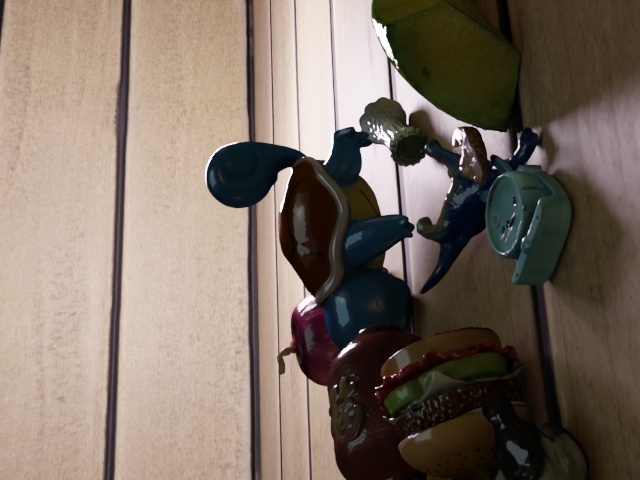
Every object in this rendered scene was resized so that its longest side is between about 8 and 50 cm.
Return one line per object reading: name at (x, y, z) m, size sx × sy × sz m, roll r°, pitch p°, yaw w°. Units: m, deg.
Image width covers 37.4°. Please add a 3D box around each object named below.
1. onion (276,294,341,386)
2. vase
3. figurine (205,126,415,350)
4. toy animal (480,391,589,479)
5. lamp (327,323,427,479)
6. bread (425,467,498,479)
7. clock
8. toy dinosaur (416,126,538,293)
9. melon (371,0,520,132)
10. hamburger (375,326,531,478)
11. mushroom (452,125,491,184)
onion at (0.007, 0.183, 1.763) m, size 0.177 × 0.153 × 0.177 m, roll -165°, pitch 90°, yaw -79°
vase at (0.117, -0.163, 1.455) m, size 0.149 × 0.081 × 0.081 m, roll -122°, pitch 35°, yaw -63°
figurine at (0.024, -0.027, 1.482) m, size 0.416 × 0.243 × 0.298 m, roll 50°, pitch 156°, yaw 8°
toy animal at (0.203, 0.267, 0.929) m, size 0.121 × 0.094 × 0.225 m, roll -127°, pitch 41°, yaw -59°
lamp at (0.100, 0.221, 1.241) m, size 0.180 × 0.180 × 0.258 m, roll 106°, pitch 163°, yaw -50°
bread at (0.164, 0.381, 1.118) m, size 0.139 × 0.077 × 0.271 m, roll -118°, pitch 30°, yaw -61°
clock at (0.211, -0.030, 1.008) m, size 0.147 × 0.045 × 0.108 m, roll -111°, pitch 27°, yaw -52°
toy dinosaur at (0.184, -0.029, 1.131) m, size 0.188 × 0.075 × 0.248 m, roll -138°, pitch 55°, yaw -62°
melon at (0.151, -0.271, 1.196) m, size 0.124 × 0.196 × 0.323 m, roll -43°, pitch 24°, yaw 23°
hamburger at (0.151, 0.186, 1.032) m, size 0.175 × 0.175 × 0.137 m, roll 111°, pitch 146°, yaw -59°
mushroom at (0.169, -0.098, 1.068) m, size 0.101 × 0.019 × 0.049 m, roll -106°, pitch 22°, yaw -52°
